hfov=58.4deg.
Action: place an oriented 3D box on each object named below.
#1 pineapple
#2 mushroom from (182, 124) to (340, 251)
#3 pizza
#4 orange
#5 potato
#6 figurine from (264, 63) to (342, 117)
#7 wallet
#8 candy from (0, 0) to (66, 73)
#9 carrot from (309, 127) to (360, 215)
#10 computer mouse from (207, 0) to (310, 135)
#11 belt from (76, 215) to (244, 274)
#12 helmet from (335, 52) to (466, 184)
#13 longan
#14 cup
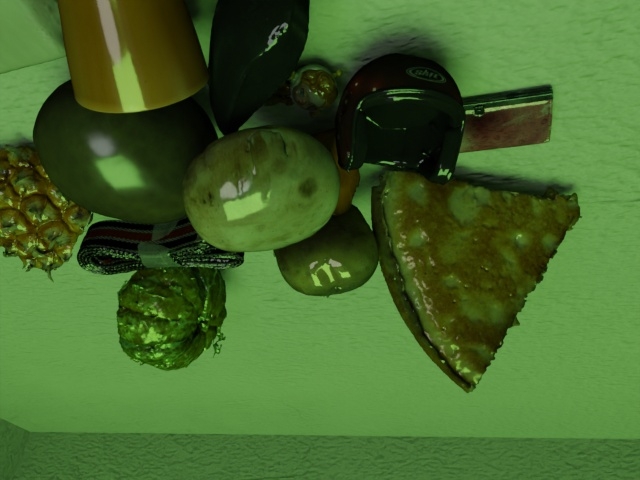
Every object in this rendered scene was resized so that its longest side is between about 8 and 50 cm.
[{"bbox_3d":[-0.641,-0.052,1.165,0.286,0.209,0.344,26,142,-27],"label":"pineapple"},{"bbox_3d":[-0.087,-0.082,0.875,0.254,0.184,0.255,-3,146,-2],"label":"mushroom"},{"bbox_3d":[0.321,0.029,1.108,0.405,0.440,0.130,-21,174,-7],"label":"pizza"},{"bbox_3d":[-0.367,0.169,1.379,0.223,0.300,0.301,12,-166,22],"label":"orange"},{"bbox_3d":[0.000,0.000,1.107,0.191,0.296,0.141,-23,116,-3],"label":"potato"},{"bbox_3d":[-0.033,-0.243,0.939,0.101,0.068,0.143,31,150,-27],"label":"figurine"},{"bbox_3d":[0.276,-0.199,0.991,0.232,0.025,0.119,-5,145,16],"label":"wallet"},{"bbox_3d":[-0.510,-0.334,0.789,0.358,0.145,0.208,-6,144,18],"label":"candy"},{"bbox_3d":[-0.049,-0.128,1.060,0.225,0.159,0.159,3,148,28],"label":"carrot"},{"bbox_3d":[-0.113,-0.273,0.792,0.087,0.168,0.295,1,156,-33],"label":"computer mouse"},{"bbox_3d":[-0.319,0.008,1.155,0.359,0.094,0.126,-5,148,14],"label":"belt"},{"bbox_3d":[0.119,-0.184,0.883,0.189,0.193,0.216,8,154,-13],"label":"helmet"},{"bbox_3d":[-0.313,-0.149,0.953,0.300,0.243,0.300,20,158,8],"label":"longan"},{"bbox_3d":[-0.261,-0.310,0.743,0.182,0.226,0.264,-21,131,-20],"label":"cup"}]
